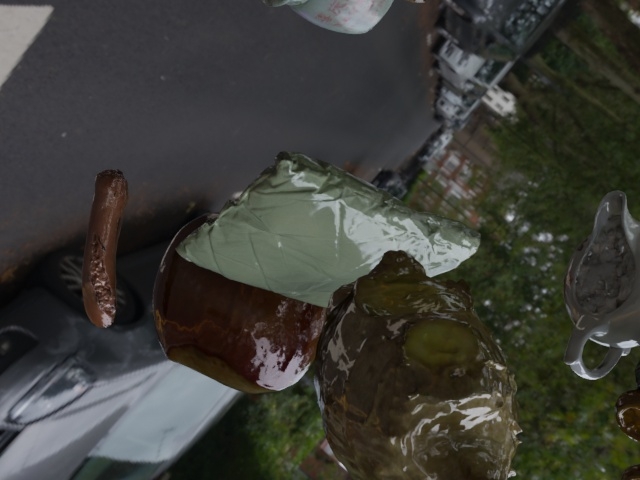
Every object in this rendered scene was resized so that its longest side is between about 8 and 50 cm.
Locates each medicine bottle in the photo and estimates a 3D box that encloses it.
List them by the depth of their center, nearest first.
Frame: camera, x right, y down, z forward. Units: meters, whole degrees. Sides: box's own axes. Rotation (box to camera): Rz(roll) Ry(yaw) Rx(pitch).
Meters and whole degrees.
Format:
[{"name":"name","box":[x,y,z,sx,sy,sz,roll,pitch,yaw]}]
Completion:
[{"name":"medicine bottle","box":[0.010,-0.348,0.914,0.143,0.147,0.147,9,135,-35]}]

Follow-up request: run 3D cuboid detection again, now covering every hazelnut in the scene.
[{"name":"hazelnut","box":[-0.152,0.121,1.438,0.366,0.365,0.366,-50,178,-2]}]

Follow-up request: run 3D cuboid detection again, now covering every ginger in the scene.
[{"name":"ginger","box":[0.050,0.092,0.393,0.216,0.102,0.157,-126,-147,-73]}]

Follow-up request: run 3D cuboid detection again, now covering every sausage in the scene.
[{"name":"sausage","box":[-0.412,0.014,1.373,0.078,0.078,0.305,26,71,-88]}]

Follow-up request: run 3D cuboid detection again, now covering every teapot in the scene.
[{"name":"teapot","box":[0.474,0.078,1.157,0.204,0.139,0.298,0,-105,56]}]

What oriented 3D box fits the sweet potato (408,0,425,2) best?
[{"name":"sweet potato","box":[0.049,-0.542,1.377,0.092,0.341,0.114,115,-7,-59]}]

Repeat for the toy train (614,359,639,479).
[{"name":"toy train","box":[0.576,0.303,1.062,0.231,0.369,0.163,5,-149,39]}]

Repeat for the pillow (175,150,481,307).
[{"name":"pillow","box":[0.002,0.000,0.876,0.280,0.274,0.076,-33,-137,50]}]
